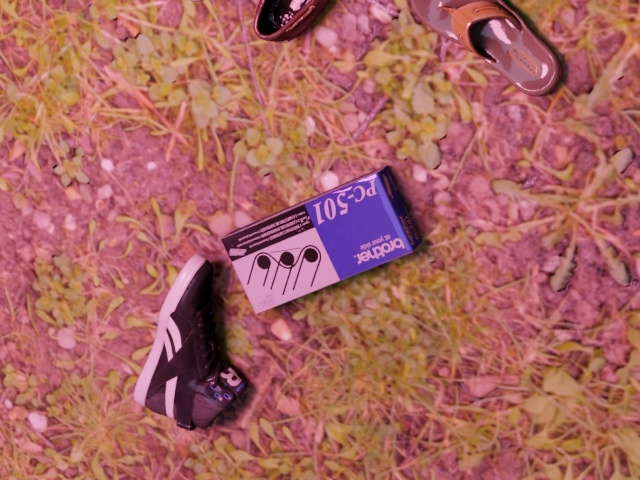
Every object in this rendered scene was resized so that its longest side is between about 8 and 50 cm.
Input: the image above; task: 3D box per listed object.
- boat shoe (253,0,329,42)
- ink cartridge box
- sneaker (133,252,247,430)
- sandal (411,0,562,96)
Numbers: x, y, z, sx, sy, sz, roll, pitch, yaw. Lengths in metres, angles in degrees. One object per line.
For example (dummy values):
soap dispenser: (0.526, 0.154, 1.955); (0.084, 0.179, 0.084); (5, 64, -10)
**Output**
boat shoe: (0.000, -0.294, 1.437); (0.073, 0.073, 0.207); (36, 111, 9)
ink cartridge box: (0.000, 0.000, 1.526); (0.207, 0.046, 0.097); (-23, 96, 23)
sneaker: (-0.131, 0.125, 1.595); (0.121, 0.079, 0.217); (26, 119, 8)
sandal: (0.171, -0.214, 1.407); (0.180, 0.049, 0.072); (41, 113, 6)
